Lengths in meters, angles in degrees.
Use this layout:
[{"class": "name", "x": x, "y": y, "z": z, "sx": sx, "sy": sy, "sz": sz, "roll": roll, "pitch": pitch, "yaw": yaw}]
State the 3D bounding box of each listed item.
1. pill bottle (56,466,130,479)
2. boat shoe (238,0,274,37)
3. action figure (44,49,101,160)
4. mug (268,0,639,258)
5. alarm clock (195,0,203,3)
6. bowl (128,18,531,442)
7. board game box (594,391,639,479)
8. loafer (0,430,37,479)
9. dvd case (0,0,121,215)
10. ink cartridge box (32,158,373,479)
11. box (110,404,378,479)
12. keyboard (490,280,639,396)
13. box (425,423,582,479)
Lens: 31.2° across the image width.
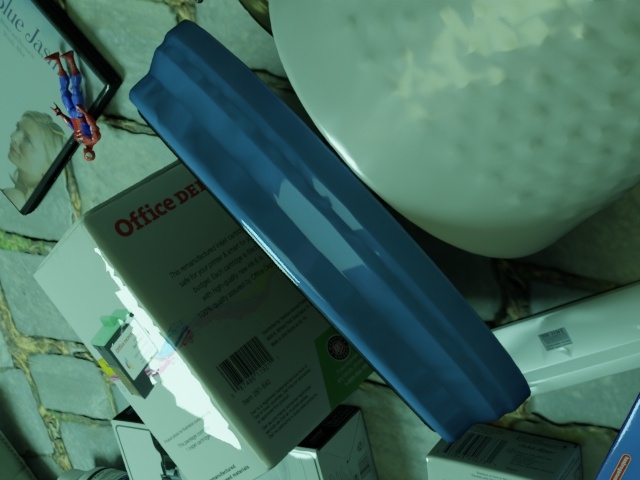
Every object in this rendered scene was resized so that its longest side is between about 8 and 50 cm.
[{"class": "pill bottle", "x": -0.251, "y": 0.332, "z": 1.415, "sx": 0.169, "sy": 0.094, "sz": 0.094, "roll": 6, "pitch": 117, "yaw": 34}, {"class": "boat shoe", "x": 0.025, "y": -0.185, "z": 0.930, "sx": 0.302, "sy": 0.109, "sz": 0.098, "roll": 48, "pitch": 114, "yaw": 13}, {"class": "action figure", "x": -0.253, "y": -0.136, "z": 1.177, "sx": 0.038, "sy": 0.030, "sz": 0.115, "roll": -2, "pitch": 116, "yaw": 31}, {"class": "mug", "x": 0.143, "y": -0.226, "z": 0.705, "sx": 0.328, "sy": 0.276, "sz": 0.374, "roll": -40, "pitch": 86, "yaw": 37}, {"class": "alarm clock", "x": -0.107, "y": -0.270, "z": 0.854, "sx": 0.129, "sy": 0.064, "sz": 0.192, "roll": 33, "pitch": 149, "yaw": -2}, {"class": "bowl", "x": 0.000, "y": 0.000, "z": 0.890, "sx": 0.077, "sy": 0.391, "sz": 0.391, "roll": -42, "pitch": 85, "yaw": -1}, {"class": "board game box", "x": 0.372, "y": 0.107, "z": 0.839, "sx": 0.233, "sy": 0.078, "sz": 0.347, "roll": 28, "pitch": 128, "yaw": 16}, {"class": "loafer", "x": -0.410, "y": 0.357, "z": 1.542, "sx": 0.111, "sy": 0.112, "sz": 0.319, "roll": -7, "pitch": 117, "yaw": 33}, {"class": "dvd case", "x": -0.331, "y": -0.161, "z": 1.251, "sx": 0.180, "sy": 0.022, "sz": 0.253, "roll": 49, "pitch": 132, "yaw": 4}, {"class": "ink cartridge box", "x": -0.103, "y": 0.073, "z": 1.092, "sx": 0.278, "sy": 0.201, "sz": 0.117, "roll": 53, "pitch": 132, "yaw": 1}, {"class": "box", "x": -0.080, "y": 0.260, "z": 1.255, "sx": 0.290, "sy": 0.087, "sz": 0.169, "roll": 2, "pitch": 115, "yaw": 35}, {"class": "keyboard", "x": 0.212, "y": 0.094, "z": 1.006, "sx": 0.256, "sy": 0.014, "sz": 0.072, "roll": -24, "pitch": 93, "yaw": 41}, {"class": "box", "x": 0.176, "y": 0.253, "z": 1.076, "sx": 0.126, "sy": 0.072, "sz": 0.137, "roll": 8, "pitch": 118, "yaw": 32}]
